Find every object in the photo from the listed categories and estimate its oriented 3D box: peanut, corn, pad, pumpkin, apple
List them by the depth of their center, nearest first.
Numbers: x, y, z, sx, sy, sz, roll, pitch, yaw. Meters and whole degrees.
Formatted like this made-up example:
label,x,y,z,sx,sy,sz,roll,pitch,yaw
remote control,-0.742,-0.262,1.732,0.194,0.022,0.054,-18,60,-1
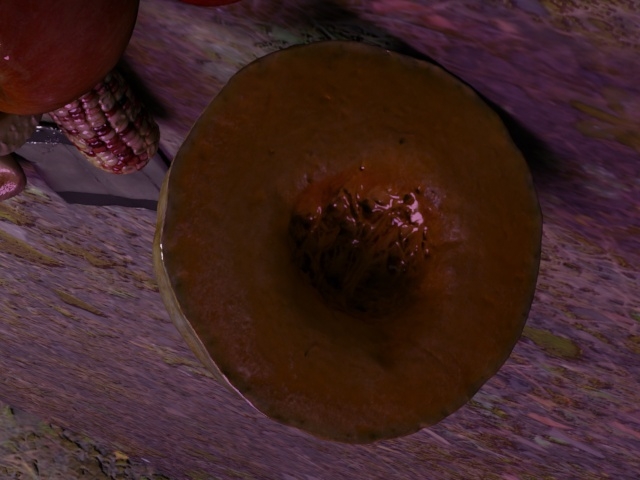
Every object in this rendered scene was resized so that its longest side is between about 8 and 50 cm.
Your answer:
label,x,y,z,sx,sy,sz,roll,pitch,yaw
apple,-0.249,-0.201,1.209,0.188,0.174,0.188,21,160,8
pumpkin,0.000,0.000,1.246,0.332,0.332,0.199,34,169,-19
corn,-0.245,-0.158,1.412,0.086,0.086,0.253,10,152,33
pad,-0.254,-0.081,1.670,0.233,0.022,0.174,8,151,33
peanut,-0.418,-0.088,1.763,0.152,0.076,0.076,10,153,37

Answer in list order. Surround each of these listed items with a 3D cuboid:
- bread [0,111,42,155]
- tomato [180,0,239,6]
label,x,y,z,sx,sy,sz,roll,pitch,yaw
bread,-0.450,-0.178,1.489,0.338,0.155,0.187,6,146,40
tomato,-0.106,-0.239,1.098,0.166,0.082,0.174,29,159,-7
